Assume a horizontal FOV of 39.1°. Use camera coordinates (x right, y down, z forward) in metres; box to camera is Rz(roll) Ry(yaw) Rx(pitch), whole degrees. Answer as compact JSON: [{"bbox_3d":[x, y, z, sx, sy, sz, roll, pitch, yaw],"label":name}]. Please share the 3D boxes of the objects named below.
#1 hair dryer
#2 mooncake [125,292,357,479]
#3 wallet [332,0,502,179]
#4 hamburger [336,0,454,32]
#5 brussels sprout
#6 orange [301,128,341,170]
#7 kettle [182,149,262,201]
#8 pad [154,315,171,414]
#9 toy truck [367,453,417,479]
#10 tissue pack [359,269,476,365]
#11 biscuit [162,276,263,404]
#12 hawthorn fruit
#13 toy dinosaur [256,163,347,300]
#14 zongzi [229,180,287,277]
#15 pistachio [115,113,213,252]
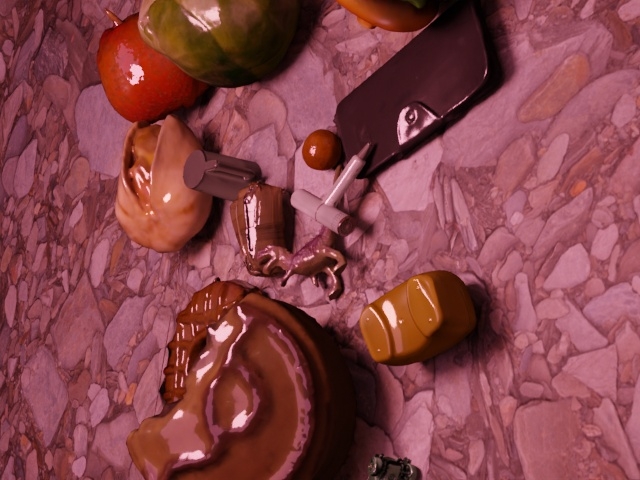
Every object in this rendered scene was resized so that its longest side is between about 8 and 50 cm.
[{"bbox_3d":[0.035,-0.116,1.680,0.155,0.044,0.183,31,96,44],"label":"hair dryer"},{"bbox_3d":[-0.140,0.294,1.607,0.393,0.246,0.394,0,83,22],"label":"mooncake"},{"bbox_3d":[0.163,-0.263,1.620,0.377,0.051,0.197,-35,55,41],"label":"wallet"},{"bbox_3d":[0.098,-0.538,1.508,0.277,0.395,0.396,-40,52,35],"label":"hamburger"},{"bbox_3d":[-0.218,-0.476,1.930,0.354,0.289,0.282,10,88,22],"label":"brussels sprout"},{"bbox_3d":[0.003,-0.177,1.769,0.085,0.085,0.085,-17,67,46],"label":"orange"},{"bbox_3d":[-0.208,-0.135,1.943,0.127,0.148,0.098,41,110,46],"label":"kettle"},{"bbox_3d":[-0.356,0.292,2.022,0.143,0.003,0.212,-99,20,-64],"label":"pad"},{"bbox_3d":[0.095,0.427,1.494,0.078,0.080,0.154,-154,80,-71],"label":"toy truck"},{"bbox_3d":[0.164,0.127,1.456,0.178,0.127,0.123,-37,61,39],"label":"tissue pack"},{"bbox_3d":[-0.227,0.262,1.884,0.268,0.115,0.367,-9,72,47],"label":"biscuit"},{"bbox_3d":[-0.411,-0.434,2.146,0.277,0.298,0.277,-32,20,14],"label":"hawthorn fruit"},{"bbox_3d":[-0.003,0.000,1.717,0.251,0.072,0.200,-51,54,16],"label":"toy dinosaur"},{"bbox_3d":[-0.143,-0.013,1.883,0.197,0.099,0.195,-19,71,60],"label":"zongzi"},{"bbox_3d":[-0.356,-0.129,2.055,0.229,0.238,0.321,-8,77,12],"label":"pistachio"}]
